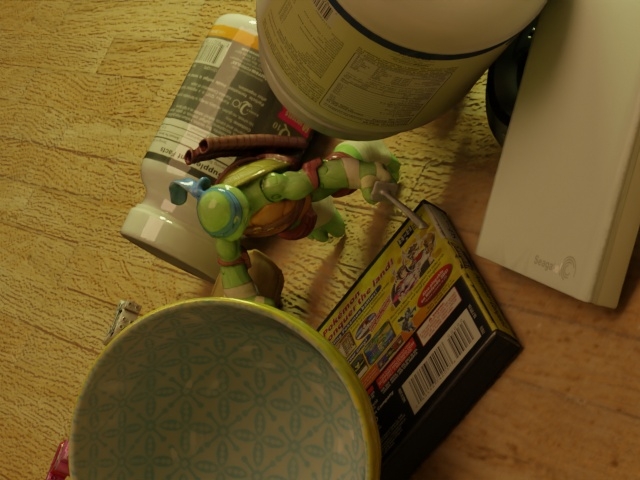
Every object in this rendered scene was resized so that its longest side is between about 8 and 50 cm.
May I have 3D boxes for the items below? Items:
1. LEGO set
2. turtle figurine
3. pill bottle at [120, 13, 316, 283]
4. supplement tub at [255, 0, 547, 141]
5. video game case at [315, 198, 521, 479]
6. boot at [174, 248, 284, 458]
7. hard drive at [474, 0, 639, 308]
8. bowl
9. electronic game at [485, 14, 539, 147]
[{"bbox_3d":[-0.218,0.176,2.237,0.093,0.087,0.227,-33,35,66],"label":"LEGO set"},{"bbox_3d":[0.000,0.000,1.977,0.266,0.274,0.198,-31,-43,-63],"label":"turtle figurine"},{"bbox_3d":[-0.105,-0.101,2.248,0.162,0.162,0.278,15,77,61],"label":"pill bottle"},{"bbox_3d":[0.070,-0.237,1.867,0.325,0.235,0.235,131,161,-69],"label":"supplement tub"},{"bbox_3d":[0.058,0.127,1.891,0.275,0.035,0.248,-52,29,16],"label":"video game case"},{"bbox_3d":[-0.111,0.129,2.022,0.236,0.089,0.270,99,-171,-69],"label":"boot"},{"bbox_3d":[0.233,-0.113,1.735,0.203,0.040,0.308,26,103,63],"label":"hard drive"},{"bbox_3d":[-0.063,0.187,1.795,0.289,0.289,0.156,-50,-14,17],"label":"bowl"},{"bbox_3d":[0.237,-0.181,1.881,0.229,0.048,0.229,-37,40,38],"label":"electronic game"}]
